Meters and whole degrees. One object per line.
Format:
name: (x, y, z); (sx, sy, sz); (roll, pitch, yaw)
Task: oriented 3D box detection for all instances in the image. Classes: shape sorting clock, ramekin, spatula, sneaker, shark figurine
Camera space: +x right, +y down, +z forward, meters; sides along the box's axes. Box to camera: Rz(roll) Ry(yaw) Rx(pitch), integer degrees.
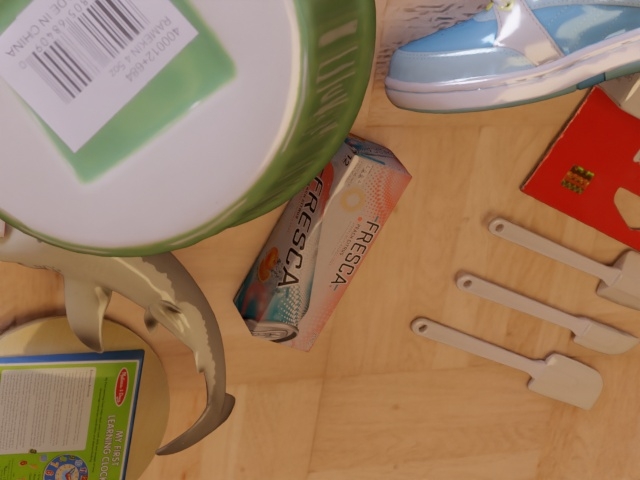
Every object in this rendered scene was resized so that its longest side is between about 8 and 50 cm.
shape sorting clock: (-0.225, 0.154, 1.275); (0.206, 0.040, 0.206); (-10, 118, -20)
ramekin: (-0.123, -0.134, 0.994); (0.304, 0.148, 0.303); (3, 105, 11)
spatula: (0.213, 0.064, 1.419); (0.242, 0.019, 0.168); (22, 114, -30)
sneaker: (0.187, -0.226, 1.185); (0.319, 0.127, 0.208); (-15, 106, 1)
shark figurine: (-0.130, 0.034, 1.202); (0.166, 0.116, 0.278); (-36, 109, 28)

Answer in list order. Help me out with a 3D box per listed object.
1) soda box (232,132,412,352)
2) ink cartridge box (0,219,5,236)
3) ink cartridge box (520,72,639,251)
soda box: (0.000, 0.000, 1.266); (0.063, 0.058, 0.183); (19, 109, -30)
ink cartridge box: (-0.291, -0.039, 1.128); (0.115, 0.029, 0.062); (5, 117, -11)
ink cartridge box: (0.350, -0.083, 1.360); (0.275, 0.060, 0.239); (24, 107, -31)
